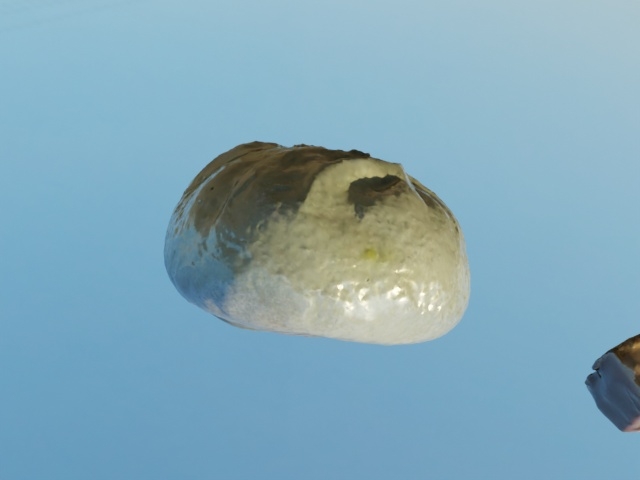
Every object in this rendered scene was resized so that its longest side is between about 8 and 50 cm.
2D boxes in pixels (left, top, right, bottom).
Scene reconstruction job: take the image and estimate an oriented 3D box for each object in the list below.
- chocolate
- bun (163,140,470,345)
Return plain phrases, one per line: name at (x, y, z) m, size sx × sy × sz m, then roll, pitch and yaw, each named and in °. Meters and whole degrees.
chocolate at (0.424, 0.151, 1.412) m, size 0.214 × 0.148 × 0.093 m, roll -21°, pitch -119°, yaw -12°
bun at (0.000, 0.000, 1.359) m, size 0.362 × 0.211 × 0.362 m, roll 7°, pitch 179°, yaw 0°
